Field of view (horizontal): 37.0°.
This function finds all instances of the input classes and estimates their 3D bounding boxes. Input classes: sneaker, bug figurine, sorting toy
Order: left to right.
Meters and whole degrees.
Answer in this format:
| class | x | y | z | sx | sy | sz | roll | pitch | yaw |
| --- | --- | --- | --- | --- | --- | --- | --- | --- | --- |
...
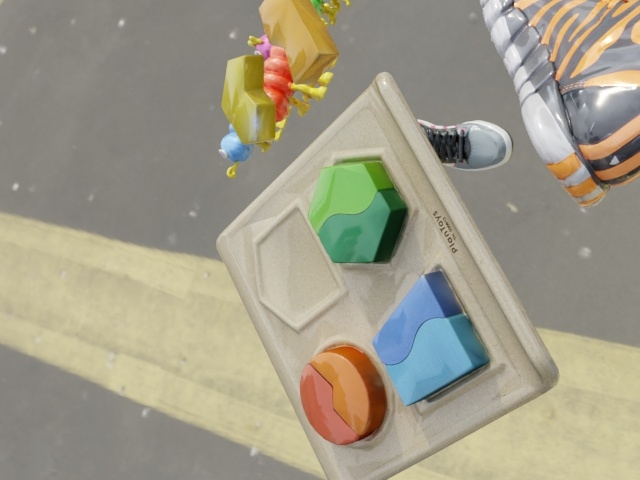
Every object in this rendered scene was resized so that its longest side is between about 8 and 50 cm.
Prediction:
| class | x | y | z | sx | sy | sz | roll | pitch | yaw |
| --- | --- | --- | --- | --- | --- | --- | --- | --- | --- |
| bug figurine | -0.041 | -0.180 | 0.966 | 0.279 | 0.072 | 0.216 | 154 | 137 | -74 |
| sorting toy | 0.000 | 0.000 | 0.626 | 0.229 | 0.041 | 0.307 | -43 | 68 | 44 |
| sneaker | 0.222 | -0.189 | 1.931 | 0.296 | 0.178 | 0.123 | 9 | 110 | 39 |
| sneaker | 0.250 | -0.175 | 0.805 | 0.180 | 0.125 | 0.321 | -33 | 40 | 23 |

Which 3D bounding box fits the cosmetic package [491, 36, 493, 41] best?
| class | x | y | z | sx | sy | sz | roll | pitch | yaw |
| --- | --- | --- | --- | --- | --- | --- | --- | --- | --- |
| cosmetic package | 0.302 | -0.306 | 1.353 | 0.115 | 0.041 | 0.060 | 10 | 56 | 0 |
